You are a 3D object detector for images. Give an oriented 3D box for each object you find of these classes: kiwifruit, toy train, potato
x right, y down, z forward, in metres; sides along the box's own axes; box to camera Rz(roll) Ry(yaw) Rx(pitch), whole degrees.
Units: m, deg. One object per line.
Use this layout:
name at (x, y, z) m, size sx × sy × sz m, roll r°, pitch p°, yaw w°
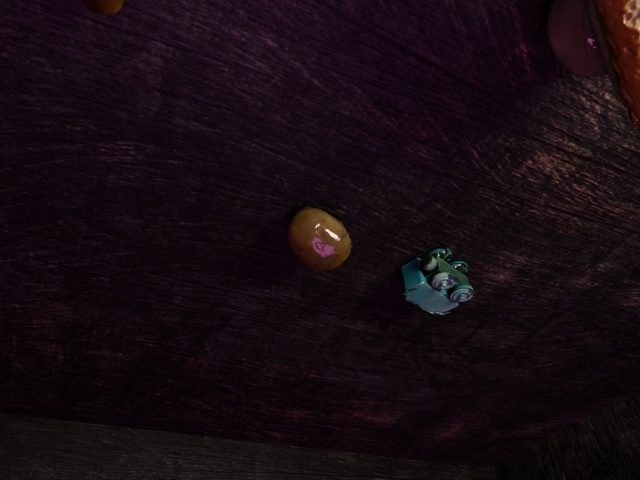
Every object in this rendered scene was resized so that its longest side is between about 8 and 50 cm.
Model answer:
kiwifruit at (-0.349, -0.420, 0.772) m, size 0.075 × 0.075 × 0.124 m, roll 1°, pitch 131°, yaw -7°
toy train at (0.327, 0.118, 1.374) m, size 0.203 × 0.112 × 0.163 m, roll 33°, pitch 130°, yaw -32°
potato at (0.000, 0.000, 1.205) m, size 0.176 × 0.137 × 0.137 m, roll 30°, pitch 126°, yaw -28°

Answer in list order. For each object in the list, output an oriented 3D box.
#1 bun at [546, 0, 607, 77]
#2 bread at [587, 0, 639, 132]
bun at (0.519, -0.392, 0.844) m, size 0.239 × 0.141 × 0.239 m, roll -4°, pitch 133°, yaw -4°
bread at (0.506, -0.335, 0.670) m, size 0.236 × 0.165 × 0.375 m, roll -28°, pitch 138°, yaw 28°
